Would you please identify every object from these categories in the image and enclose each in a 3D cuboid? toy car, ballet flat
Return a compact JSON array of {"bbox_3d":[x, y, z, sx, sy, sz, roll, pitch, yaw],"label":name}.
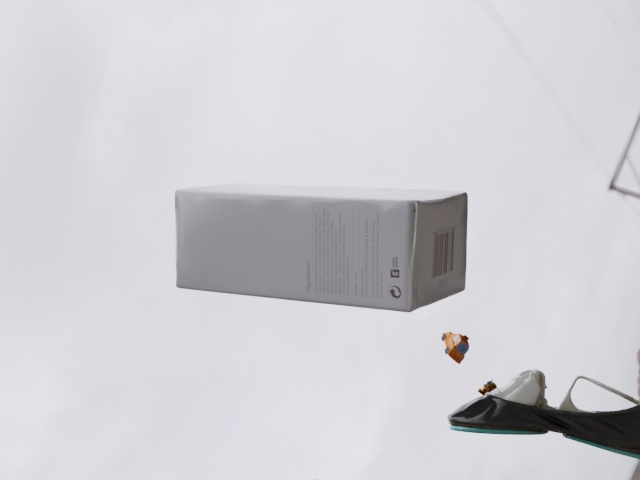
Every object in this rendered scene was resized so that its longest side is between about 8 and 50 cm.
[{"bbox_3d":[0.252,0.198,1.631,0.040,0.122,0.060,-38,14,21],"label":"toy car"},{"bbox_3d":[0.310,0.221,1.286,0.095,0.280,0.096,31,-114,-76],"label":"ballet flat"}]

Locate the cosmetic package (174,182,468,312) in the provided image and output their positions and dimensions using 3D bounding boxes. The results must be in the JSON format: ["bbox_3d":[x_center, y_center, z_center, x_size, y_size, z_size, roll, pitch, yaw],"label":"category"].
[{"bbox_3d":[0.000,0.000,1.427,0.217,0.385,0.156,-12,-75,-62],"label":"cosmetic package"}]

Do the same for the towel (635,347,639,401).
[{"bbox_3d":[0.796,0.372,1.951,0.053,0.317,0.332,-11,-80,-69],"label":"towel"}]
